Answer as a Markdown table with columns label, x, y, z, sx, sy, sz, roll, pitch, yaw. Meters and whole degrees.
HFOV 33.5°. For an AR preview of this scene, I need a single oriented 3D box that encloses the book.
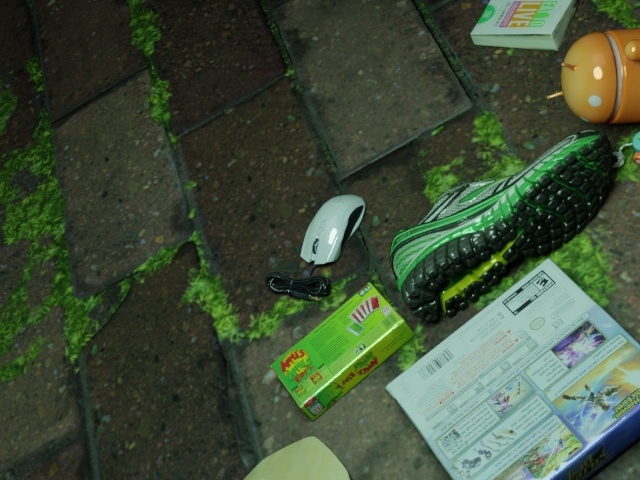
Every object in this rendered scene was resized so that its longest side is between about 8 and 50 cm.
| label | x | y | z | sx | sy | sz | roll | pitch | yaw |
| --- | --- | --- | --- | --- | --- | --- | --- | --- | --- |
| book | 0.322 | -0.348 | 1.679 | 0.144 | 0.035 | 0.096 | 10 | 58 | 37 |

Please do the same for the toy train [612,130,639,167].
| label | x | y | z | sx | sy | sz | roll | pitch | yaw |
| --- | --- | --- | --- | --- | --- | --- | --- | --- | --- |
| toy train | 0.445 | -0.096 | 1.396 | 0.125 | 0.046 | 0.166 | -35 | 46 | 2 |

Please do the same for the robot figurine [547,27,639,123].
| label | x | y | z | sx | sy | sz | roll | pitch | yaw |
| --- | --- | --- | --- | --- | --- | --- | --- | --- | --- |
| robot figurine | 0.420 | -0.220 | 1.426 | 0.219 | 0.128 | 0.158 | -4 | 21 | -5 |

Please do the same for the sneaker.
| label | x | y | z | sx | sy | sz | roll | pitch | yaw |
| --- | --- | --- | --- | --- | --- | --- | --- | --- | --- |
| sneaker | 0.234 | -0.048 | 1.424 | 0.343 | 0.134 | 0.146 | -33 | 45 | 5 |

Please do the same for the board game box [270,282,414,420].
| label | x | y | z | sx | sy | sz | roll | pitch | yaw |
| --- | --- | --- | --- | --- | --- | --- | --- | --- | --- |
| board game box | 0.029 | 0.151 | 1.456 | 0.181 | 0.043 | 0.092 | -40 | 45 | -2 |

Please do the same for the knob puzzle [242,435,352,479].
| label | x | y | z | sx | sy | sz | roll | pitch | yaw |
| --- | --- | --- | --- | --- | --- | --- | --- | --- | --- |
| knob puzzle | -0.032 | 0.344 | 1.352 | 0.213 | 0.030 | 0.213 | -17 | 49 | 20 |

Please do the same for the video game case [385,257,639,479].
| label | x | y | z | sx | sy | sz | roll | pitch | yaw |
| --- | --- | --- | --- | --- | --- | --- | --- | --- | --- |
| video game case | 0.251 | 0.185 | 1.284 | 0.269 | 0.061 | 0.244 | -38 | 44 | 0 |

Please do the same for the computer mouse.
| label | x | y | z | sx | sy | sz | roll | pitch | yaw |
| --- | --- | --- | --- | --- | --- | --- | --- | --- | --- |
| computer mouse | 0.000 | 0.000 | 1.591 | 0.106 | 0.042 | 0.193 | 11 | 63 | 38 |
